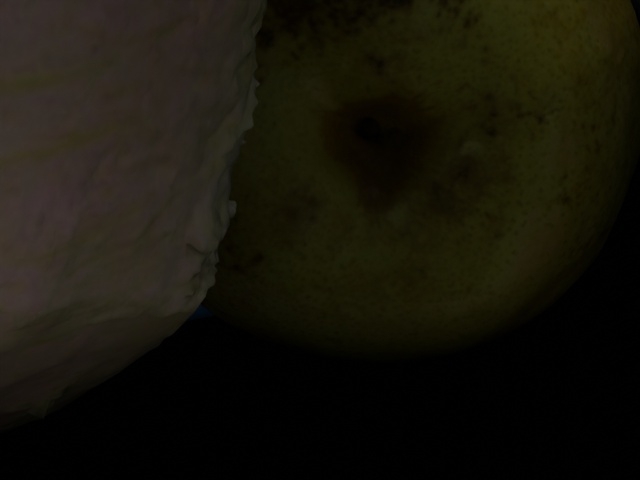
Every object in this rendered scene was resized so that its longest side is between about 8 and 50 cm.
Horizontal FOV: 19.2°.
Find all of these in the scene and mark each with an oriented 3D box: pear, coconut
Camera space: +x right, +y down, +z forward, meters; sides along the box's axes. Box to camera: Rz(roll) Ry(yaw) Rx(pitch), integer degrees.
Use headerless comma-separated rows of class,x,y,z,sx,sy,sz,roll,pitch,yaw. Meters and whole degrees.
pear,0.020,-0.057,0.683,0.197,0.197,0.197,-3,6,0
coconut,-0.215,-0.111,0.472,0.404,0.405,0.404,-3,6,0

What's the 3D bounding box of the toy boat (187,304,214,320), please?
toy boat,-0.151,0.009,0.798,0.299,0.062,0.096,-4,5,-11
